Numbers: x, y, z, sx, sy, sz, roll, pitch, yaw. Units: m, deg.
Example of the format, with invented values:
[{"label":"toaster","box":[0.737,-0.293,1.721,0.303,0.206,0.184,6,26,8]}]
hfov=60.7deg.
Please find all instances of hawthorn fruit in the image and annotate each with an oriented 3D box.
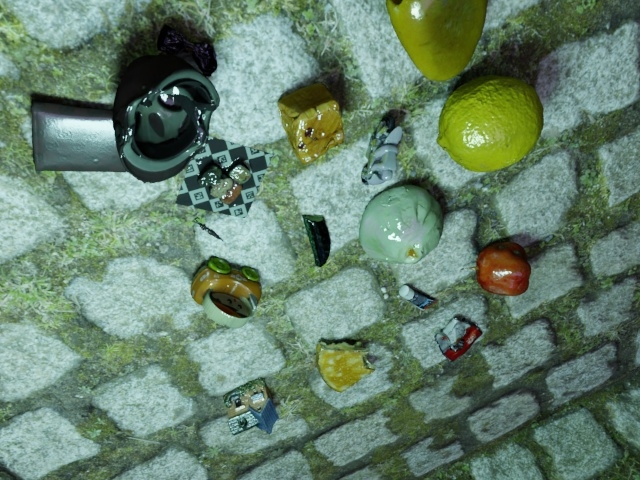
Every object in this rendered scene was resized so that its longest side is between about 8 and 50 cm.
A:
[{"label":"hawthorn fruit","box":[0.640,0.103,2.009,0.243,0.207,0.208,0,132,15]}]

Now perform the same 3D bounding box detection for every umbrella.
[{"label":"umbrella","box":[-0.337,-0.028,1.643,0.022,0.013,0.122,-49,128,-8]}]

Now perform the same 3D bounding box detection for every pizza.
[{"label":"pizza","box":[0.097,0.476,2.147,0.223,0.089,0.324,-19,133,2]}]

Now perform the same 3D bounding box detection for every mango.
[{"label":"mango","box":[0.294,-0.558,1.347,0.252,0.182,0.365,-28,132,-5]}]

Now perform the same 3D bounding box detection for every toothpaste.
[{"label":"toothpaste","box":[0.369,0.225,2.085,0.071,0.045,0.193,-39,136,22]}]

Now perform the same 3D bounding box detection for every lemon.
[{"label":"lemon","box":[0.485,-0.335,1.548,0.321,0.268,0.268,-26,131,-4]}]

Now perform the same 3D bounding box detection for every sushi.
[{"label":"sushi","box":[-0.268,-0.162,1.540,0.219,0.047,0.231,12,121,-28]}]

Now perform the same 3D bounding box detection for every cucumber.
[{"label":"cucumber","box":[0.000,0.000,1.772,0.070,0.046,0.220,-24,131,-12]}]

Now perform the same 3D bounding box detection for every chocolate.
[{"label":"chocolate","box":[-0.312,-0.453,1.300,0.147,0.070,0.072,19,108,-43]}]

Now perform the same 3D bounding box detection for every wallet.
[{"label":"wallet","box":[-0.589,-0.250,1.355,0.229,0.049,0.182,1,126,-23]}]

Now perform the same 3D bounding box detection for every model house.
[{"label":"model house","box":[-0.266,0.665,2.105,0.182,0.172,0.167,-20,132,-4]}]

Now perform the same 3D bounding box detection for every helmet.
[{"label":"helmet","box":[-0.389,-0.304,1.292,0.225,0.177,0.305,-4,137,-53]}]

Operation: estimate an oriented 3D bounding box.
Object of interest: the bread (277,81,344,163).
[{"label":"bread","box":[-0.023,-0.314,1.445,0.143,0.158,0.149,-25,130,-7]}]

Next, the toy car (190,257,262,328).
[{"label":"toy car","box":[-0.283,0.186,1.695,0.235,0.235,0.145,20,118,-31]}]

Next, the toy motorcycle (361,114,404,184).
[{"label":"toy motorcycle","box":[0.179,-0.238,1.577,0.073,0.152,0.225,6,125,-24]}]

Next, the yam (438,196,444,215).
[{"label":"yam","box":[0.411,-0.099,1.859,0.021,0.021,0.116,-14,129,-9]}]

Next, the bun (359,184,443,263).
[{"label":"bun","box":[0.274,-0.024,1.760,0.293,0.187,0.293,-9,126,-12]}]

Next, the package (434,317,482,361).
[{"label":"package","box":[0.569,0.408,2.290,0.194,0.071,0.269,-37,143,13]}]
